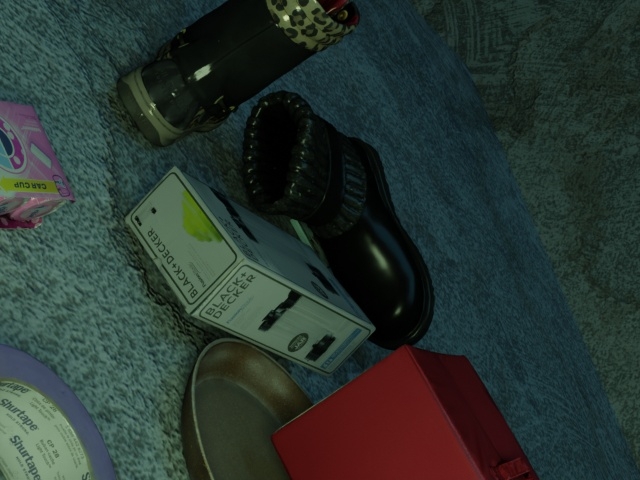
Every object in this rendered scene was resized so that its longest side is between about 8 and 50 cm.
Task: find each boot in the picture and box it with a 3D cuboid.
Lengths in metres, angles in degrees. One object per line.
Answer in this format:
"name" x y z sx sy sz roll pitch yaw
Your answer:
"boot" -0.085 -0.263 1.648 0.138 0.284 0.377 57 20 -6
"boot" 0.020 -0.021 1.740 0.260 0.131 0.348 24 41 -63

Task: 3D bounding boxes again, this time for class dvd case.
"dvd case" 0.000 0.000 1.882 0.087 0.013 0.119 61 21 6

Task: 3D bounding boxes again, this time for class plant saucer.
"plant saucer" -0.053 0.250 1.338 0.310 0.050 0.310 49 23 -28

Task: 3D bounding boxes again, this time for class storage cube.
"storage cube" 0.099 0.242 1.343 0.193 0.215 0.184 60 19 21

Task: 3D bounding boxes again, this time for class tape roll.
"tape roll" -0.240 0.177 0.941 0.189 0.080 0.189 49 22 -28

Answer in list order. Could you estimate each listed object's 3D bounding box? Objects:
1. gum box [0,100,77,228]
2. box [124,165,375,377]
"gum box" -0.311 -0.071 1.153 0.107 0.062 0.188 63 20 10
"box" -0.075 0.042 1.464 0.290 0.087 0.169 31 16 -52
